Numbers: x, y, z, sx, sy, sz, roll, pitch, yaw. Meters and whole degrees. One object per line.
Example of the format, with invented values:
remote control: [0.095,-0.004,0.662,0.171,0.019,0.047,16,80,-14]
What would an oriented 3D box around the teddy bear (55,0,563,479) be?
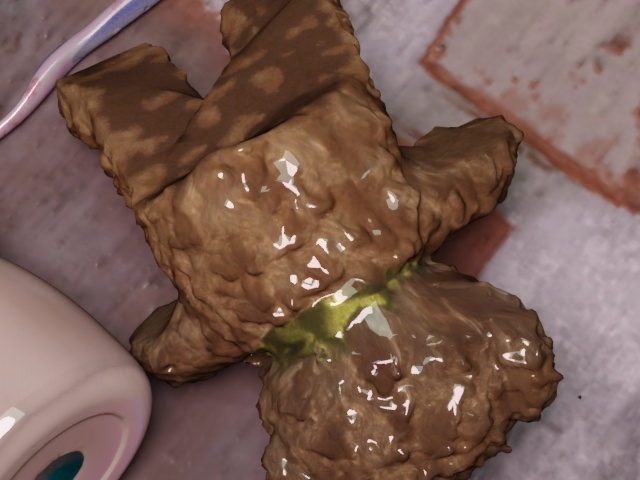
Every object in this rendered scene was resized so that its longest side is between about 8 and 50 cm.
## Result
teddy bear: [-0.002,-0.003,0.955,0.246,0.222,0.296,-30,30,0]

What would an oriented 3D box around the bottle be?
bottle: [-0.217,0.054,0.943,0.236,0.147,0.147,41,78,22]

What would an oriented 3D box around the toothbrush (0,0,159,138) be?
toothbrush: [-0.144,-0.113,1.051,0.269,0.021,0.027,-38,80,-10]
